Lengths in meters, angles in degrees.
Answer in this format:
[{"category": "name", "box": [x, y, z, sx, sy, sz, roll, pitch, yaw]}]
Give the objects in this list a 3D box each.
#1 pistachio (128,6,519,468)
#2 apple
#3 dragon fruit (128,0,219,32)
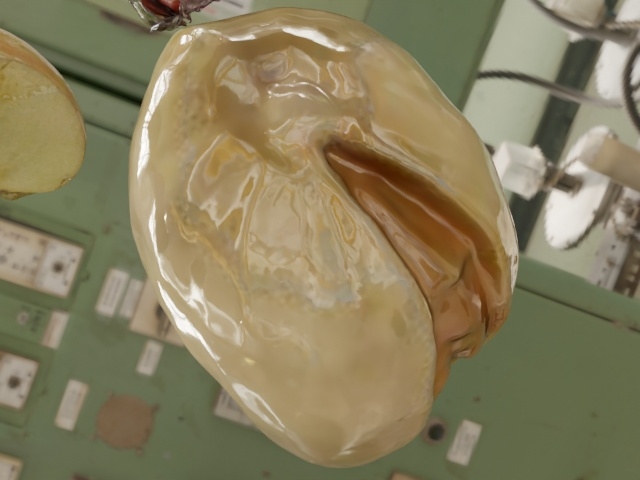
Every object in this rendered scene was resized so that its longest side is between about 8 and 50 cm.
[{"category": "pistachio", "box": [0.000, 0.000, 0.611, 0.230, 0.229, 0.309, -90, -21, -48]}, {"category": "apple", "box": [-0.495, -0.188, 1.383, 0.314, 0.309, 0.252, 0, 86, 60]}, {"category": "dragon fruit", "box": [-0.161, -0.437, 1.082, 0.314, 0.263, 0.296, -50, -1, -35]}]
